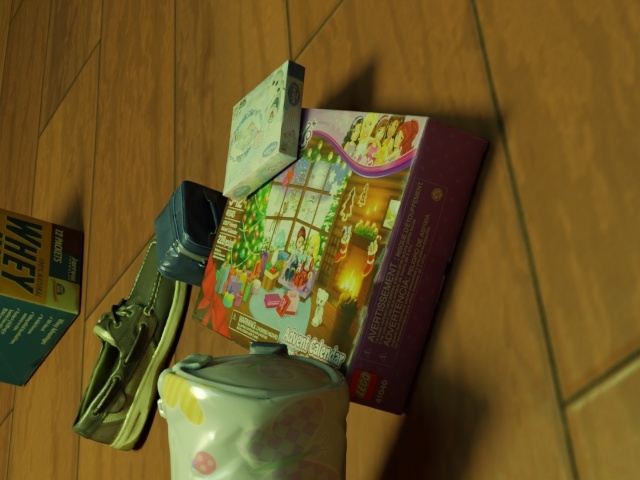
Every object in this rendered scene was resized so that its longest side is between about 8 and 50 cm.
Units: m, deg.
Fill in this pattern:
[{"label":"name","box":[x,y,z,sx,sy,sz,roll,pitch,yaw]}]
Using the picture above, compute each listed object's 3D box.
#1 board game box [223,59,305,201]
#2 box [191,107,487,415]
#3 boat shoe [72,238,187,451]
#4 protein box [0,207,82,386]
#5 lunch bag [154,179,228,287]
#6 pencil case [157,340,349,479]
[{"label":"board game box","box":[-0.047,-0.090,0.992,0.090,0.020,0.090,-32,45,49]},{"label":"box","box":[0.000,0.000,0.937,0.293,0.057,0.201,15,87,63]},{"label":"boat shoe","box":[-0.195,0.100,1.222,0.080,0.073,0.223,7,81,62]},{"label":"protein box","box":[-0.443,0.068,1.562,0.200,0.201,0.136,-47,37,40]},{"label":"lunch bag","box":[-0.115,-0.006,1.144,0.065,0.067,0.098,-53,34,34]},{"label":"pencil case","box":[-0.046,0.207,0.772,0.113,0.124,0.273,-104,15,-84]}]
